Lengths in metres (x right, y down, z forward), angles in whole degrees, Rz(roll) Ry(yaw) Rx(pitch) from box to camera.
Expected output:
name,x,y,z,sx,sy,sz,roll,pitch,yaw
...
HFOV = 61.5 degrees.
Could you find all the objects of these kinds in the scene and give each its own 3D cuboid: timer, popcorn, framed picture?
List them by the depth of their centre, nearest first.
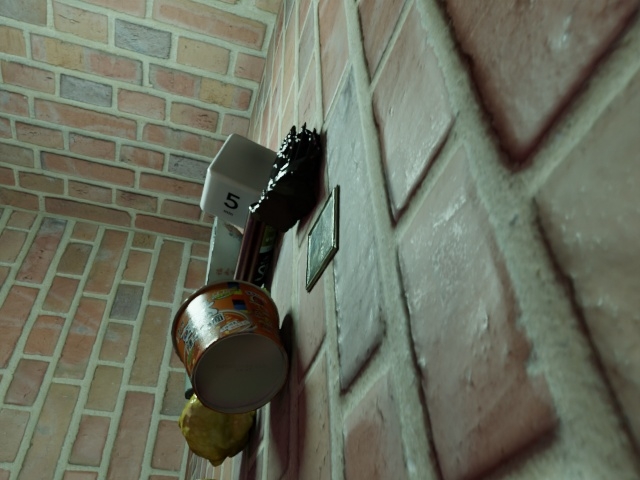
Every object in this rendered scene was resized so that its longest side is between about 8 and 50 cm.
name,x,y,z,sx,sy,sz,roll,pitch,yaw
framed picture,0.000,0.000,1.029,0.183,0.011,0.141,121,156,-54
popcorn,-0.265,0.454,1.372,0.191,0.190,0.253,-122,48,-60
timer,-0.240,-0.177,1.666,0.195,0.194,0.192,121,173,-51

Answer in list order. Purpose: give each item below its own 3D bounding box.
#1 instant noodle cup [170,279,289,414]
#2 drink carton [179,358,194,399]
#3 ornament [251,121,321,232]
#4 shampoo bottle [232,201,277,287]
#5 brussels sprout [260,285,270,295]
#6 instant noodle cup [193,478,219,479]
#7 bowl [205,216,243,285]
name,x,y,z,sx,sy,sz,roll,pitch,yaw
instant noodle cup,-0.186,0.235,1.149,0.192,0.251,0.250,-131,53,-63
drink carton,-0.495,0.561,2.273,0.191,0.186,0.189,118,147,-46
ornament,-0.063,-0.175,1.271,0.251,0.106,0.260,-33,38,62
shampoo bottle,-0.193,0.051,1.570,0.129,0.084,0.322,-24,-46,-63
brussels sprout,-0.171,0.173,1.493,0.085,0.058,0.085,176,90,-66
instant noodle cup,-0.264,0.672,1.187,0.215,0.216,0.172,-101,16,-56
bowl,-0.336,0.084,1.984,0.345,0.157,0.345,-171,90,-77
